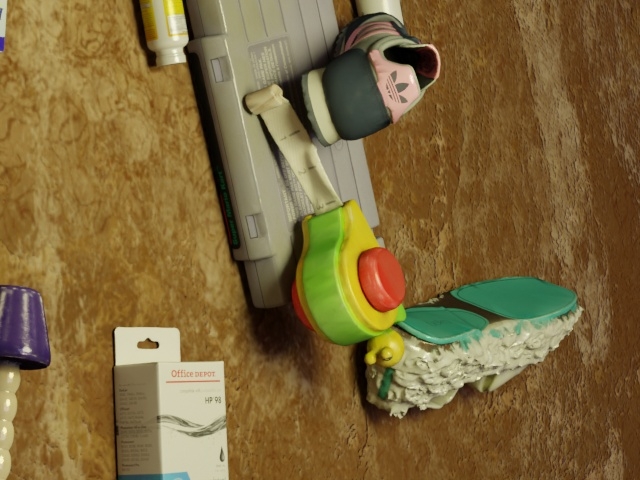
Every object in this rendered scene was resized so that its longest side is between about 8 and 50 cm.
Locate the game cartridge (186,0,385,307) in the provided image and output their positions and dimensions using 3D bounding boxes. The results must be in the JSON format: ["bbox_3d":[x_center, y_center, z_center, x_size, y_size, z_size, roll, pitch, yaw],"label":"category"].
[{"bbox_3d":[-0.039,-0.122,1.936,0.230,0.068,0.355,-22,103,-50],"label":"game cartridge"}]

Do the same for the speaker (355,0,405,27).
[{"bbox_3d":[0.080,-0.234,2.126,0.055,0.055,0.136,-19,100,-55],"label":"speaker"}]

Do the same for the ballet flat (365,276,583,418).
[{"bbox_3d":[0.179,0.132,2.173,0.409,0.147,0.147,-9,92,-52],"label":"ballet flat"}]

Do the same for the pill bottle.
[{"bbox_3d":[-0.159,-0.221,1.790,0.043,0.043,0.083,-15,97,-55],"label":"pill bottle"}]

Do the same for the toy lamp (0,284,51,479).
[{"bbox_3d":[-0.280,0.176,1.523,0.080,0.080,0.275,19,70,-52],"label":"toy lamp"}]

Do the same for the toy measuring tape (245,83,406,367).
[{"bbox_3d":[0.000,0.000,1.834,0.121,0.121,0.330,-47,114,-48],"label":"toy measuring tape"}]

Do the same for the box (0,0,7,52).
[{"bbox_3d":[-0.332,-0.221,1.470,0.072,0.126,0.137,17,71,-54],"label":"box"}]

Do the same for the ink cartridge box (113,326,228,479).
[{"bbox_3d":[-0.147,0.173,1.727,0.104,0.060,0.180,4,81,-54],"label":"ink cartridge box"}]

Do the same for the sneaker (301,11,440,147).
[{"bbox_3d":[0.081,-0.188,1.940,0.319,0.131,0.112,-60,132,-63],"label":"sneaker"}]
